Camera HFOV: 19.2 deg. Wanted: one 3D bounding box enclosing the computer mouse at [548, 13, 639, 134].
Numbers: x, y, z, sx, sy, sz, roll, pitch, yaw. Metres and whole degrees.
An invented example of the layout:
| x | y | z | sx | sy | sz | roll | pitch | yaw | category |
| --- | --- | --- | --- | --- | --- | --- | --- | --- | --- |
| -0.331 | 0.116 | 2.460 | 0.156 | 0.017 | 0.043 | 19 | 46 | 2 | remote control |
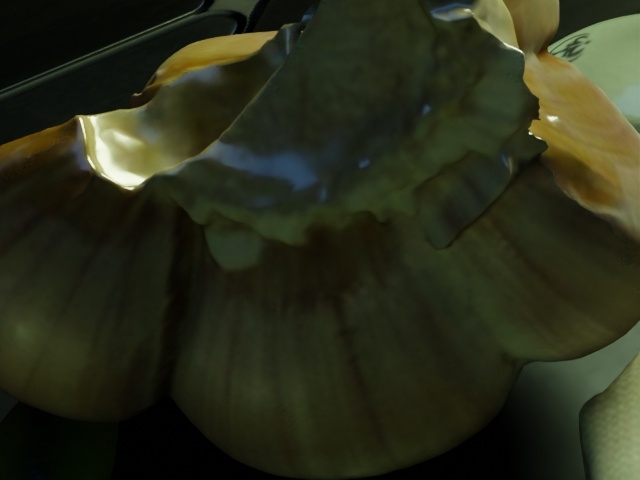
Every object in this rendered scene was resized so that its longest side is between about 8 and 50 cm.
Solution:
| x | y | z | sx | sy | sz | roll | pitch | yaw | category |
| --- | --- | --- | --- | --- | --- | --- | --- | --- | --- |
| 0.146 | -0.053 | 0.710 | 0.181 | 0.056 | 0.089 | 2 | 42 | 16 | computer mouse |

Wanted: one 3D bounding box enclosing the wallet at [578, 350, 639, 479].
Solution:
| x | y | z | sx | sy | sz | roll | pitch | yaw | category |
| --- | --- | --- | --- | --- | --- | --- | --- | --- | --- |
| 0.236 | 0.057 | 0.516 | 0.275 | 0.068 | 0.335 | -30 | 34 | -23 | wallet |

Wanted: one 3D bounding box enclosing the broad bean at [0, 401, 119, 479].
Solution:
| x | y | z | sx | sy | sz | roll | pitch | yaw | category |
| --- | --- | --- | --- | --- | --- | --- | --- | --- | --- |
| -0.076 | 0.113 | 0.551 | 0.069 | 0.039 | 0.227 | -20 | 37 | -3 | broad bean |

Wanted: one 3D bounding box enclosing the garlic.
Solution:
| x | y | z | sx | sy | sz | roll | pitch | yaw | category |
| --- | --- | --- | --- | --- | --- | --- | --- | --- | --- |
| 0.000 | 0.000 | 0.589 | 0.214 | 0.160 | 0.191 | -38 | -8 | 7 | garlic |
